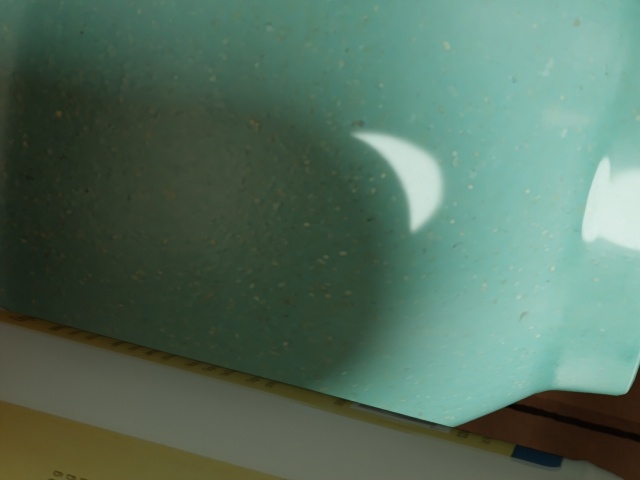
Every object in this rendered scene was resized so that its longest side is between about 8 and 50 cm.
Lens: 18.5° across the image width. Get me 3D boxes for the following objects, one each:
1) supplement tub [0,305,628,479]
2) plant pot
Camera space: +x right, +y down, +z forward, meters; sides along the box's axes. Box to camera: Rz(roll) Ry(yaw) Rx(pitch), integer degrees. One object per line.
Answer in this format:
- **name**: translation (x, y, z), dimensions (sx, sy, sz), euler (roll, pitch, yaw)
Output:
- **supplement tub**: translation (-0.042, 0.094, 0.406), dimensions (0.144, 0.200, 0.144), euler (14, 90, -81)
- **plant pot**: translation (0.021, -0.059, 0.589), dimensions (0.293, 0.196, 0.293), euler (14, 90, -81)
